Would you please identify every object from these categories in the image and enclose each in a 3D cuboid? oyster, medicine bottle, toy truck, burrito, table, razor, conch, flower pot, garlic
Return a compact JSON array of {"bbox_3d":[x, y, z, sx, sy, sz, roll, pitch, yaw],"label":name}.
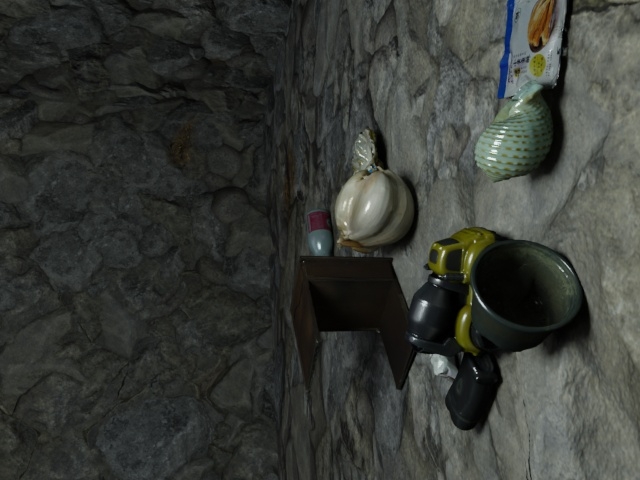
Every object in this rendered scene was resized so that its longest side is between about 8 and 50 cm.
[{"bbox_3d":[0.130,-0.195,1.748,0.214,0.083,0.222,-141,59,-69],"label":"oyster"},{"bbox_3d":[0.000,0.000,2.229,0.090,0.090,0.216,113,154,-56],"label":"medicine bottle"},{"bbox_3d":[0.234,0.088,1.113,0.147,0.165,0.224,-139,52,-73],"label":"toy truck"},{"bbox_3d":[0.238,0.192,1.305,0.064,0.064,0.203,112,155,-55],"label":"burrito"},{"bbox_3d":[0.073,0.201,1.584,0.282,0.251,0.196,-103,21,-49],"label":"table"},{"bbox_3d":[0.273,0.265,1.164,0.090,0.054,0.148,-109,25,-54],"label":"razor"},{"bbox_3d":[0.304,-0.161,0.995,0.153,0.102,0.135,-48,16,16],"label":"conch"},{"bbox_3d":[0.289,0.090,0.950,0.107,0.157,0.157,94,170,-54],"label":"flower pot"},{"bbox_3d":[0.134,-0.076,1.547,0.281,0.185,0.203,63,-141,-75],"label":"garlic"}]

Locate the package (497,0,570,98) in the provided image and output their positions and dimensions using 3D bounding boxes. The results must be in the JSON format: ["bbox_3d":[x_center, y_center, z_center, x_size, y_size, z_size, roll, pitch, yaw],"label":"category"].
[{"bbox_3d":[0.337,-0.319,1.030,0.173,0.027,0.171,-161,73,-72],"label":"package"}]
